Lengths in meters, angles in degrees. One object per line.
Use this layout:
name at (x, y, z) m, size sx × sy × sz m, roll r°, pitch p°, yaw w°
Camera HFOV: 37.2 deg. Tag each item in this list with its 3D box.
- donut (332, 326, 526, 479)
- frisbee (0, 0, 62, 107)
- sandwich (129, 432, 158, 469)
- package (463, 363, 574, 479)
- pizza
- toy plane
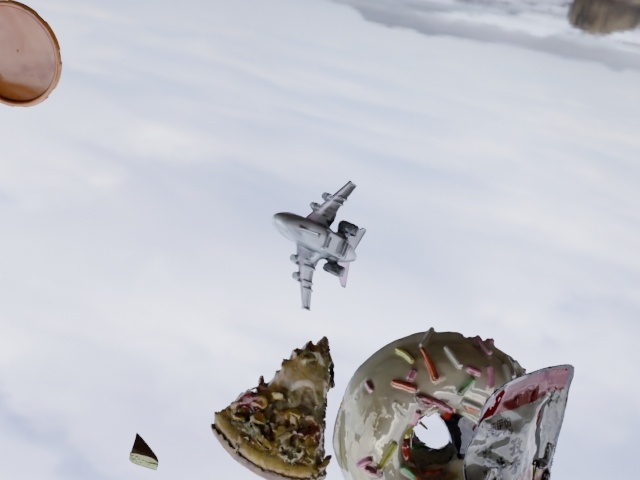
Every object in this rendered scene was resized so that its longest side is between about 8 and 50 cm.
donut at (0.211, 0.344, 1.653) m, size 0.382 × 0.383 × 0.142 m, roll 8°, pitch -166°, yaw -9°
frisbee at (-0.539, -0.330, 1.673) m, size 0.192 × 0.192 × 0.035 m, roll 12°, pitch -153°, yaw 10°
sandwich at (-0.349, 0.411, 1.835) m, size 0.044 × 0.031 × 0.083 m, roll -12°, pitch -137°, yaw -44°
package at (0.191, 0.246, 0.971) m, size 0.030 × 0.239 × 0.154 m, roll 20°, pitch -160°, yaw 42°
pizza at (-0.049, 0.336, 1.769) m, size 0.251 × 0.287 × 0.074 m, roll 49°, pitch -175°, yaw 33°
toy plane at (0.000, 0.000, 1.094) m, size 0.065 × 0.162 × 0.171 m, roll 18°, pitch 175°, yaw 28°
